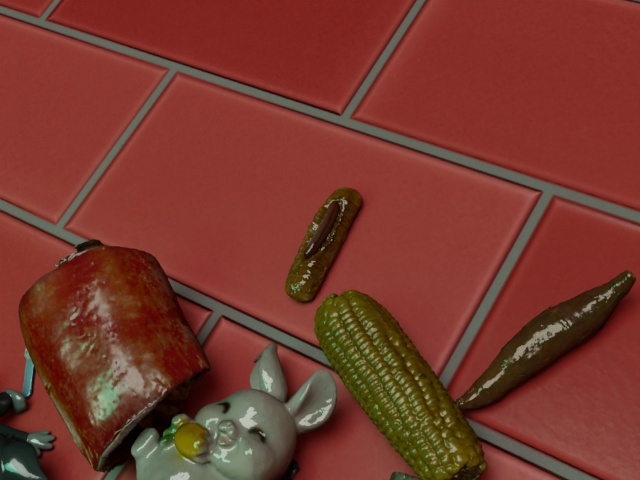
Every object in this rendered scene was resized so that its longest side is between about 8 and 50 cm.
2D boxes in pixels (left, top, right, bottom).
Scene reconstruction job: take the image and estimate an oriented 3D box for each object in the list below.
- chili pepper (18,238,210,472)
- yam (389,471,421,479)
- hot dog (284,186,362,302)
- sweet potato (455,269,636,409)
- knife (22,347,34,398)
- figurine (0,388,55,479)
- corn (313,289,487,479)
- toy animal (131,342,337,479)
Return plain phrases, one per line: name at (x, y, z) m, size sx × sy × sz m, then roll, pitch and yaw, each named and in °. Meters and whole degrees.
chili pepper at (-0.306, 0.182, 1.565) m, size 0.251 × 0.229 × 0.305 m, roll -34°, pitch 65°, yaw -5°
yam at (0.097, 0.395, 1.354) m, size 0.068 × 0.068 × 0.169 m, roll 15°, pitch 68°, yaw 27°
hot dog at (0.000, 0.000, 1.642) m, size 0.066 × 0.047 × 0.216 m, roll 17°, pitch 67°, yaw 31°
sweet potato at (0.311, 0.141, 1.431) m, size 0.314 × 0.066 × 0.072 m, roll -34°, pitch 47°, yaw 2°
knife at (-0.492, 0.222, 1.712) m, size 0.027 × 0.010 × 0.096 m, roll -10°, pitch 60°, yaw 14°
figurine at (-0.524, 0.312, 1.598) m, size 0.193 × 0.140 × 0.265 m, roll -12°, pitch 70°, yaw -7°
corn at (0.105, 0.202, 1.432) m, size 0.120 × 0.120 × 0.363 m, roll -37°, pitch 52°, yaw -4°
toy animal at (-0.131, 0.295, 1.450) m, size 0.208 × 0.154 × 0.325 m, roll 22°, pitch 57°, yaw 42°
